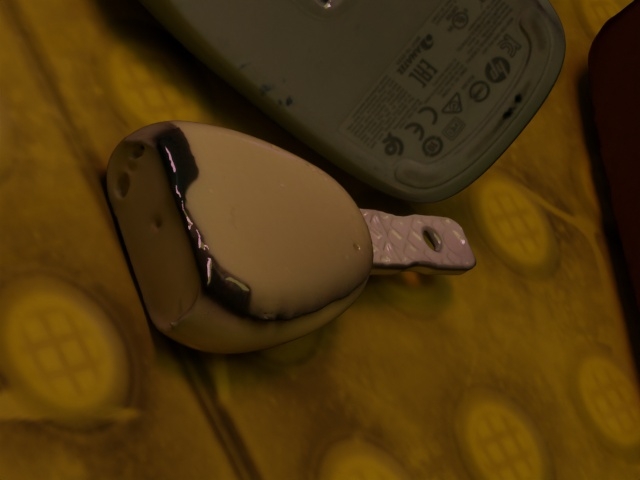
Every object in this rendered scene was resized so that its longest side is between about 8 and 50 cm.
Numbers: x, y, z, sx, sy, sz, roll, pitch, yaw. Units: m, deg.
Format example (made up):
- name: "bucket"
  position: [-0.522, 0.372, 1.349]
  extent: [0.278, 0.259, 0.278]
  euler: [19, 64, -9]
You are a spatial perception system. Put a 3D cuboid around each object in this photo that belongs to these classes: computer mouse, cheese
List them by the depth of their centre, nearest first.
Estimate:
- name: "cheese"
  position: [0.000, 0.000, 1.045]
  extent: [0.251, 0.054, 0.127]
  euler: [4, 59, -48]
- name: "computer mouse"
  position: [0.004, -0.145, 1.096]
  extent: [0.288, 0.159, 0.097]
  euler: [35, 7, -27]

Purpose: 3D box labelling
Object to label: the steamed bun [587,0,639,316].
- name: "steamed bun"
  position: [0.347, -0.038, 1.304]
  extent: [0.248, 0.235, 0.379]
  euler: [20, 48, -34]
